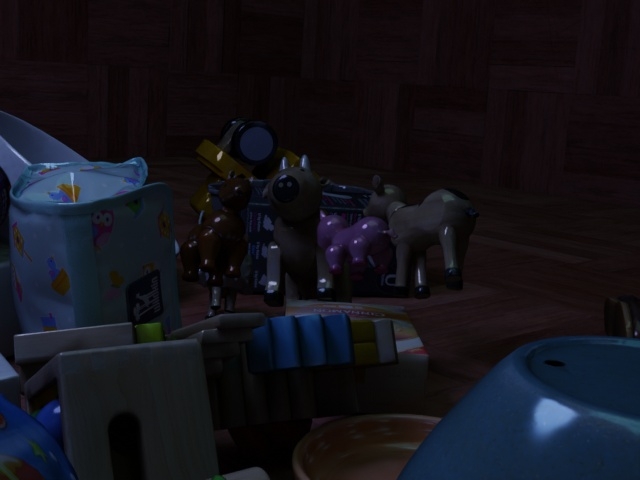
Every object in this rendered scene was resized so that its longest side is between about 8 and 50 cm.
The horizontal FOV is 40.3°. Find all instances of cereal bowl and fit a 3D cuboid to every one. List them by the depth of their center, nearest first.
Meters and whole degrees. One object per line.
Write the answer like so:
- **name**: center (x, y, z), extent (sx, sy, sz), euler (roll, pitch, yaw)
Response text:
- **cereal bowl**: center (-0.378, -0.034, 1.256), extent (0.339, 0.141, 0.339), euler (39, 4, -3)

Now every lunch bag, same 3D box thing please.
- **lunch bag**: center (-0.220, 0.043, 0.854), extent (0.160, 0.223, 0.262), euler (-5, 14, -16)

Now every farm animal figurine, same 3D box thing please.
- **farm animal figurine**: center (0.004, -0.008, 1.060), extent (0.331, 0.172, 0.326), euler (4, -20, -3)

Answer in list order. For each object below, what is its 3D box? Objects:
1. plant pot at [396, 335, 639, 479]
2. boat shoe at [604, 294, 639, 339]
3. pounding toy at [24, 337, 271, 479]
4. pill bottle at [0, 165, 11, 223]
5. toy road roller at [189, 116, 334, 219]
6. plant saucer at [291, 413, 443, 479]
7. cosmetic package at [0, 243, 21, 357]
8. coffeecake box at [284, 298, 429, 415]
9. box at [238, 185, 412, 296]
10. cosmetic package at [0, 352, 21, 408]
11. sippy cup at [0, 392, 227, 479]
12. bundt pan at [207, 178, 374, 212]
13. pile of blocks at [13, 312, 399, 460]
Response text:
- **plant pot**: center (0.149, 0.158, 0.424), extent (0.290, 0.195, 0.290), euler (3, 10, -1)
- **boat shoe**: center (0.412, 0.109, 1.123), extent (0.073, 0.073, 0.207), euler (4, 10, 13)
- **pounding toy**: center (-0.105, 0.151, 0.484), extent (0.094, 0.181, 0.206), euler (-3, -15, -28)
- **pill bottle**: center (-0.409, -0.047, 0.987), extent (0.108, 0.108, 0.193), euler (1, 10, -12)
- **toy road roller**: center (-0.139, -0.107, 1.930), extent (0.329, 0.240, 0.202), euler (40, -2, -19)
- **plant saucer**: center (0.076, 0.188, 0.678), extent (0.200, 0.037, 0.200), euler (3, 10, 0)
- **cosmetic package**: center (-0.444, 0.078, 0.900), extent (0.160, 0.113, 0.309), euler (9, 11, 28)
- **coffeecake box**: center (0.030, 0.121, 0.940), extent (0.142, 0.068, 0.185), euler (4, 10, -3)
- **box**: center (0.000, 0.000, 1.386), extent (0.271, 0.143, 0.165), euler (2, 12, -9)
- **cosmetic package**: center (-0.296, 0.127, 0.667), extent (0.086, 0.117, 0.231), euler (-5, 12, -34)
- **sippy cup**: center (-0.197, 0.151, 0.336), extent (0.306, 0.240, 0.224), euler (26, 0, 1)
- **bundt pan**: center (-0.047, -0.035, 1.622), extent (0.331, 0.124, 0.331), euler (3, 10, 0)
- **pile of blocks**: center (-0.065, 0.125, 0.711), extent (0.362, 0.112, 0.149), euler (0, -14, -33)
